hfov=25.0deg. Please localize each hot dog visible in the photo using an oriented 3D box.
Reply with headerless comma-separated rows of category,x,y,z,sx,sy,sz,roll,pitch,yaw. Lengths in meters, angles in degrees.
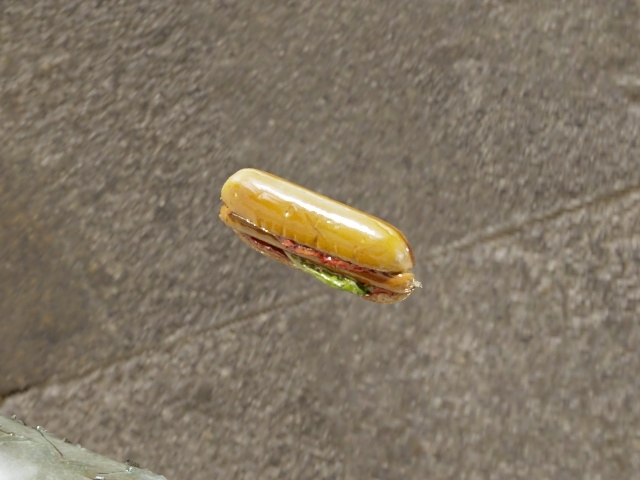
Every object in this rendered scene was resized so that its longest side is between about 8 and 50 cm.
hot dog,0.000,0.000,1.357,0.236,0.062,0.092,22,140,33

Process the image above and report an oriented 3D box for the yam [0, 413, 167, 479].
yam,-0.281,0.245,1.214,0.348,0.241,0.241,16,119,28
